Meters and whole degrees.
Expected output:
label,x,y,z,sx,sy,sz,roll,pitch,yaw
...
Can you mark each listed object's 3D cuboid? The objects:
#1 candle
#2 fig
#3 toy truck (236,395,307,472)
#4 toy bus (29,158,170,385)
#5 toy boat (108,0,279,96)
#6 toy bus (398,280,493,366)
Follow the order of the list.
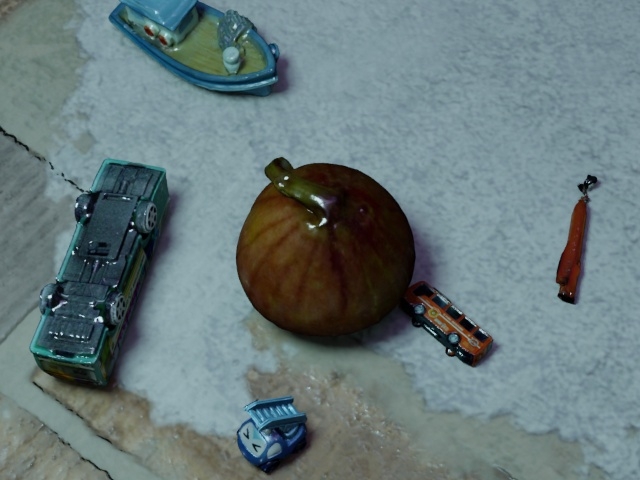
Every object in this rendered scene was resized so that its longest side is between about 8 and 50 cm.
label,x,y,z,sx,sy,sz,roll,pitch,yaw
candle,0.285,-0.007,1.721,0.026,0.021,0.167,11,60,8
fig,0.001,0.001,1.629,0.205,0.205,0.205,-1,59,1
toy truck,-0.051,0.189,1.573,0.073,0.090,0.056,-32,62,-16
toy bus,-0.232,0.033,1.664,0.091,0.109,0.261,11,58,10
toy boat,-0.144,-0.248,1.840,0.238,0.098,0.109,31,68,19
toy bus,0.135,0.088,1.663,0.043,0.031,0.110,-40,67,-23
